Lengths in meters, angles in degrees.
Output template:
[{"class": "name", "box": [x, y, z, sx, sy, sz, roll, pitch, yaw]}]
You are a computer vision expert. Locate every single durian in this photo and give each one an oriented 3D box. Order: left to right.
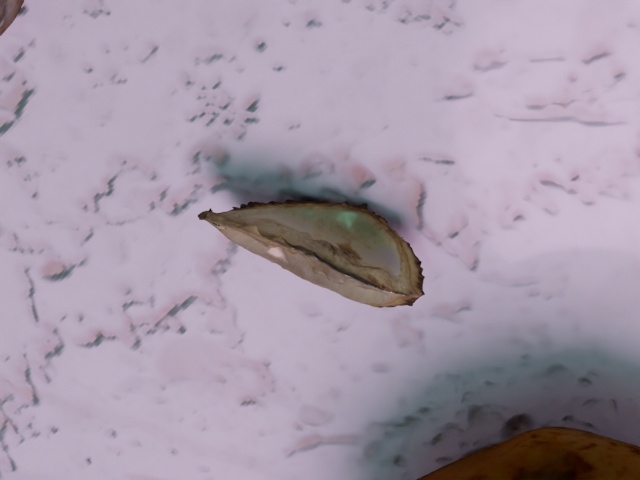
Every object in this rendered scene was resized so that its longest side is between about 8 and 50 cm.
[{"class": "durian", "box": [-0.003, 0.010, 0.986, 0.130, 0.066, 0.052, 21, 120, 12]}]

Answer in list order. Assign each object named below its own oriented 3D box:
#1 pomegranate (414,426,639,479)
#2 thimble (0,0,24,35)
[{"class": "pomegranate", "box": [0.127, 0.220, 0.979, 0.248, 0.248, 0.248, 5, 119, 10]}, {"class": "thimble", "box": [-0.250, -0.166, 0.901, 0.196, 0.148, 0.229, 11, 121, 7]}]
